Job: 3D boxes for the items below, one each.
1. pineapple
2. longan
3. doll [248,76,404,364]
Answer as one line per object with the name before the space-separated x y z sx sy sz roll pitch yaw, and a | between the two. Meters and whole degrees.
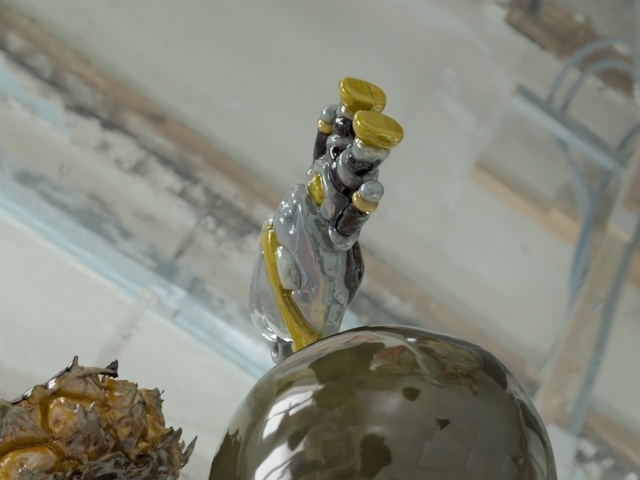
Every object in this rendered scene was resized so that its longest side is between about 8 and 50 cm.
pineapple | -0.169 0.185 1.065 0.225 0.225 0.076 -10 -146 -42
longan | 0.037 0.174 0.982 0.248 0.248 0.248 20 -140 -18
doll | 0.001 0.003 1.424 0.103 0.316 0.145 -16 -129 -41
